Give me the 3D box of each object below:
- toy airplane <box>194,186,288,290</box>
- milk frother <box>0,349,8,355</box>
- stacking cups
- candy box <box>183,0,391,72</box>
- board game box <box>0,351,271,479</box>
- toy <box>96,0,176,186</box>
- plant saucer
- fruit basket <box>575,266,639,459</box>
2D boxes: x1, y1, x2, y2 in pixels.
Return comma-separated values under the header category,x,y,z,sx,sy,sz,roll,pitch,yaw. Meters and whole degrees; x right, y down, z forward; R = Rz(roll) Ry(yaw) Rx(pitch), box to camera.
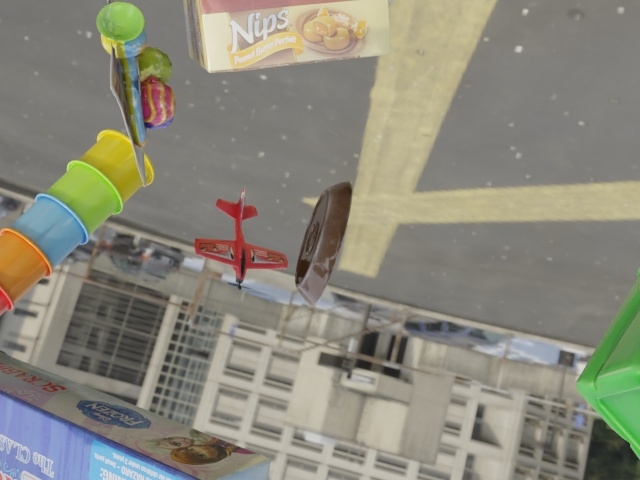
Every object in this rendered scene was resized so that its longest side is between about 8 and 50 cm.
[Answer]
category,x,y,z,sx,sy,sz,roll,pitch,yaw
toy airplane,-0.117,-0.002,1.103,0.151,0.151,0.028,22,153,-29
milk frother,-0.340,0.202,0.810,0.135,0.143,0.129,26,167,20
stacking cups,-0.337,-0.010,0.953,0.096,0.316,0.096,23,143,19
candy box,-0.054,-0.246,0.871,0.183,0.087,0.316,-9,-162,-10
board game box,-0.191,0.273,0.578,0.319,0.318,0.066,9,-174,36
toy,-0.181,-0.163,0.812,0.056,0.137,0.237,-6,163,-4
plant saucer,0.000,0.000,0.999,0.029,0.168,0.168,18,167,-8
fruit basket,0.448,0.094,0.586,0.392,0.392,0.283,15,163,1
